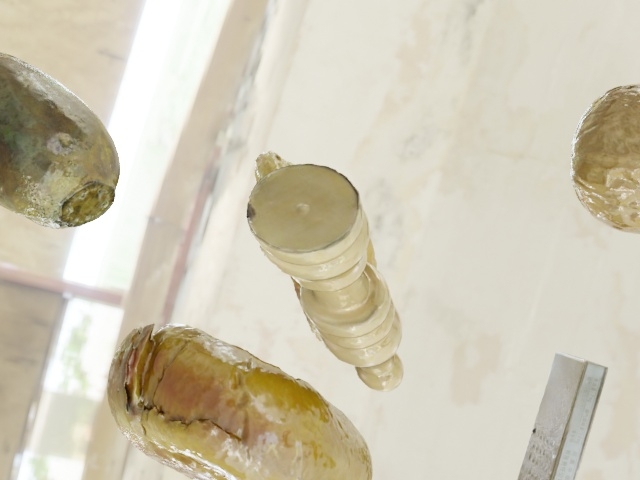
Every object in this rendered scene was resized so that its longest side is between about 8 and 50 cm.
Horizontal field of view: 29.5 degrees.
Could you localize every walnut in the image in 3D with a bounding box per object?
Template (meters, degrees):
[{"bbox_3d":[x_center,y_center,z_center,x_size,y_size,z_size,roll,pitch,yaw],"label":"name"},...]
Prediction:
[{"bbox_3d":[0.477,-0.119,1.778,0.228,0.228,0.228,-46,-145,48],"label":"walnut"}]

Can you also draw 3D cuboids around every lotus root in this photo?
[{"bbox_3d":[-0.353,-0.123,1.440,0.275,0.152,0.160,39,-99,24],"label":"lotus root"}]

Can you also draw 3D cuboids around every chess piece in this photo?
[{"bbox_3d":[0.031,0.066,1.328,0.139,0.307,0.124,4,-130,30],"label":"chess piece"}]

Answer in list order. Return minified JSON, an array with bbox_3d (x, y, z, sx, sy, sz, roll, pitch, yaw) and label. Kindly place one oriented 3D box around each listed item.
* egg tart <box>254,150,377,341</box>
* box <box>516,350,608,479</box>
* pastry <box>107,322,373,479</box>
[{"bbox_3d":[0.000,0.000,1.862,0.319,0.128,0.319,159,-90,-82],"label":"egg tart"},{"bbox_3d":[0.371,0.344,1.940,0.180,0.047,0.325,180,-73,-86],"label":"box"},{"bbox_3d":[-0.094,0.222,1.458,0.164,0.356,0.356,-63,-161,-17],"label":"pastry"}]
